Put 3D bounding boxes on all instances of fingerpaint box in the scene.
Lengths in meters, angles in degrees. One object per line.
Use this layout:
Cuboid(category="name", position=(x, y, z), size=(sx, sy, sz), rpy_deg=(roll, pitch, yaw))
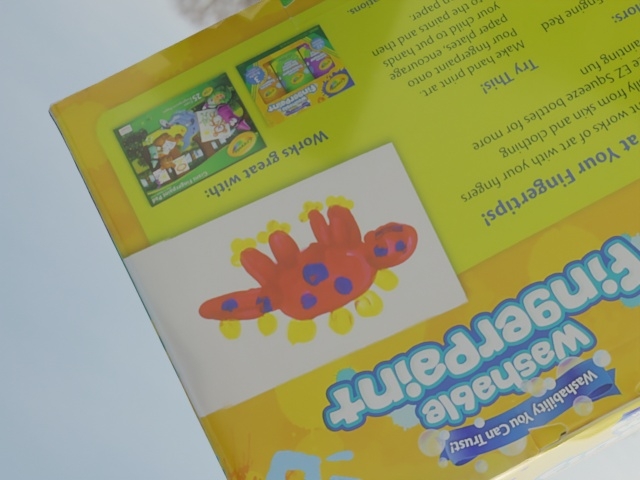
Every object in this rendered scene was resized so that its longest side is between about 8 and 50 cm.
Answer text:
Cuboid(category="fingerpaint box", position=(0.098, -0.018, 0.874), size=(0.371, 0.445, 0.163), rpy_deg=(61, 176, 19))
